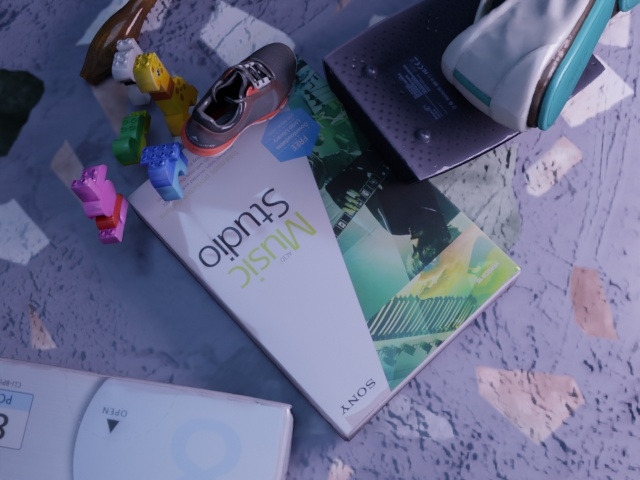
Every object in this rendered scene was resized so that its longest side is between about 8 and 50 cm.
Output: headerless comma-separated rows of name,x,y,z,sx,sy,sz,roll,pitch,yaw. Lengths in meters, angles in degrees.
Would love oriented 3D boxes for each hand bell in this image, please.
hand bell,-0.179,-0.269,0.964,0.126,0.126,0.242,35,90,11

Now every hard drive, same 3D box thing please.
hard drive,0.142,-0.165,0.908,0.255,0.054,0.172,-31,75,-23

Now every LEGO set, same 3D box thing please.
LEGO set,-0.174,-0.121,0.874,0.087,0.093,0.227,-8,56,16

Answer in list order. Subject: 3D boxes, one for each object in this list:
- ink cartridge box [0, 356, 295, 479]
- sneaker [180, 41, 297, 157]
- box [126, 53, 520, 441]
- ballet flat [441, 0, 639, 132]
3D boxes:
ink cartridge box,-0.205,0.312,0.799,0.308,0.091,0.384,8,74,5
sneaker,-0.068,-0.143,0.863,0.061,0.065,0.158,35,60,3
box,0.000,0.000,0.893,0.232,0.058,0.322,-43,78,-9
ballet flat,0.248,-0.263,0.886,0.139,0.139,0.400,35,61,11
